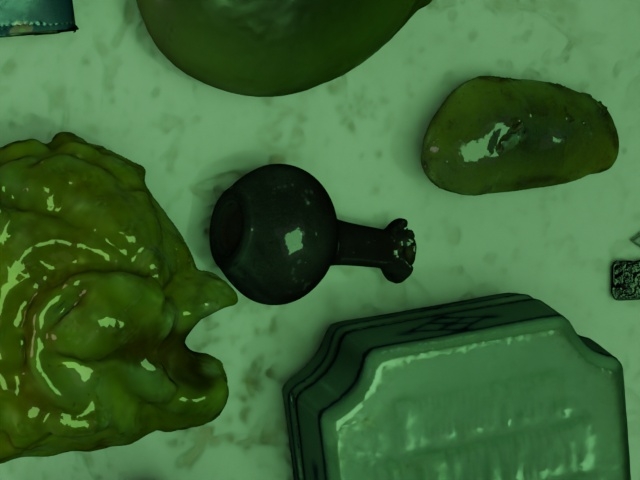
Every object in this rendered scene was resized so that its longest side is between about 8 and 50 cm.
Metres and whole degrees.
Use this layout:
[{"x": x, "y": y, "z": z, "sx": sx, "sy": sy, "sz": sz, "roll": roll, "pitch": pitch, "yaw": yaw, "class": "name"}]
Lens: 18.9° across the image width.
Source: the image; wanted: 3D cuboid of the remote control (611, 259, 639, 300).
[{"x": 0.313, "y": 0.035, "z": 1.782, "sx": 0.096, "sy": 0.014, "sz": 0.039, "roll": -2, "pitch": 99, "yaw": -14, "class": "remote control"}]

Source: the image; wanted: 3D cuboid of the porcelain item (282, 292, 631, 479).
[{"x": 0.118, "y": 0.197, "z": 1.678, "sx": 0.286, "sy": 0.157, "sz": 0.281, "roll": -11, "pitch": 103, "yaw": -15, "class": "porcelain item"}]

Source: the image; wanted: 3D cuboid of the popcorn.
[{"x": -0.203, "y": 0.043, "z": 1.533, "sx": 0.242, "sy": 0.235, "sz": 0.250, "roll": -14, "pitch": 107, "yaw": -27, "class": "popcorn"}]

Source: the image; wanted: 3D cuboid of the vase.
[{"x": 0.000, "y": 0.000, "z": 1.646, "sx": 0.183, "sy": 0.120, "sz": 0.120, "roll": 8, "pitch": 96, "yaw": -30, "class": "vase"}]

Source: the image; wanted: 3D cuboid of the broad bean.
[{"x": -0.019, "y": -0.248, "z": 1.597, "sx": 0.291, "sy": 0.119, "sz": 0.238, "roll": -31, "pitch": 113, "yaw": -7, "class": "broad bean"}]

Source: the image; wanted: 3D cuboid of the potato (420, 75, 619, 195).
[{"x": 0.178, "y": -0.091, "z": 1.692, "sx": 0.188, "sy": 0.085, "sz": 0.105, "roll": 1, "pitch": 100, "yaw": -20, "class": "potato"}]

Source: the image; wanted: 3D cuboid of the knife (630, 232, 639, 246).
[{"x": 0.405, "y": -0.044, "z": 1.792, "sx": 0.256, "sy": 0.022, "sz": 0.046, "roll": -24, "pitch": 95, "yaw": -7, "class": "knife"}]

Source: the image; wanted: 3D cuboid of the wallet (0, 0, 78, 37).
[{"x": -0.274, "y": -0.263, "z": 1.555, "sx": 0.141, "sy": 0.059, "sz": 0.202, "roll": -8, "pitch": 102, "yaw": -21, "class": "wallet"}]
